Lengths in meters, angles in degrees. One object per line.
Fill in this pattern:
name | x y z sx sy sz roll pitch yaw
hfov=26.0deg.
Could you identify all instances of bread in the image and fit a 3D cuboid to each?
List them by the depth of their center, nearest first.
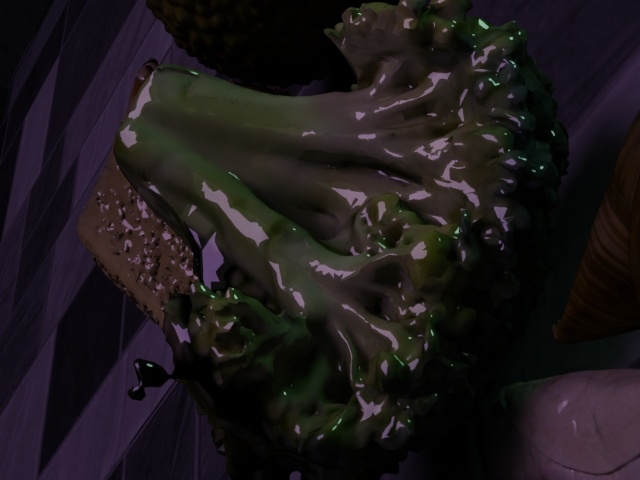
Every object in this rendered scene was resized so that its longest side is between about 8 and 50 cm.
bread | -0.058 -0.017 1.385 0.315 0.279 0.248 40 114 23

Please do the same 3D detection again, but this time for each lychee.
lychee | -0.052 -0.280 1.358 0.270 0.320 0.269 10 103 50

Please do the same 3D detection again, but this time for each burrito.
burrito | 0.166 0.103 0.741 0.275 0.059 0.082 167 108 -65

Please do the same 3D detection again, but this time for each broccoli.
broccoli | 0.001 -0.004 0.868 0.293 0.281 0.347 -52 -12 -51

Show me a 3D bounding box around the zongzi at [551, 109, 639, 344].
zongzi | 0.212 0.006 0.614 0.288 0.134 0.286 -56 21 25
